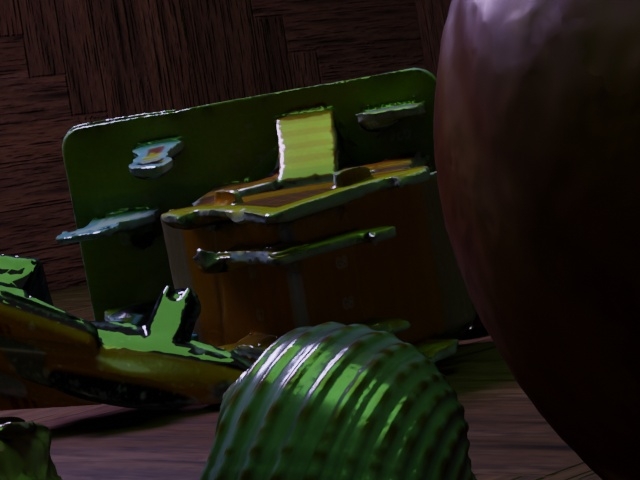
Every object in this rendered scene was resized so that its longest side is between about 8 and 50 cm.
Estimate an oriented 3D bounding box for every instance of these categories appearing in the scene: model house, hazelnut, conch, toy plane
[{"bbox_3d":[-0.070,0.010,1.360,0.358,0.242,0.313,-7,6,8],"label":"model house"},{"bbox_3d":[0.224,-0.052,0.686,0.372,0.372,0.315,-10,-36,-17],"label":"hazelnut"},{"bbox_3d":[0.006,0.092,0.781,0.135,0.102,0.153,-30,16,-37],"label":"conch"},{"bbox_3d":[-0.175,0.048,0.996,0.316,0.103,0.204,1,-40,6],"label":"toy plane"}]

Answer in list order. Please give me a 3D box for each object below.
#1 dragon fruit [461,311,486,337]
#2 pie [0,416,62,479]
[{"bbox_3d":[0.085,0.067,1.611,0.192,0.122,0.092,-11,-38,21],"label":"dragon fruit"},{"bbox_3d":[-0.296,0.135,0.893,0.340,0.083,0.339,-6,0,0],"label":"pie"}]
